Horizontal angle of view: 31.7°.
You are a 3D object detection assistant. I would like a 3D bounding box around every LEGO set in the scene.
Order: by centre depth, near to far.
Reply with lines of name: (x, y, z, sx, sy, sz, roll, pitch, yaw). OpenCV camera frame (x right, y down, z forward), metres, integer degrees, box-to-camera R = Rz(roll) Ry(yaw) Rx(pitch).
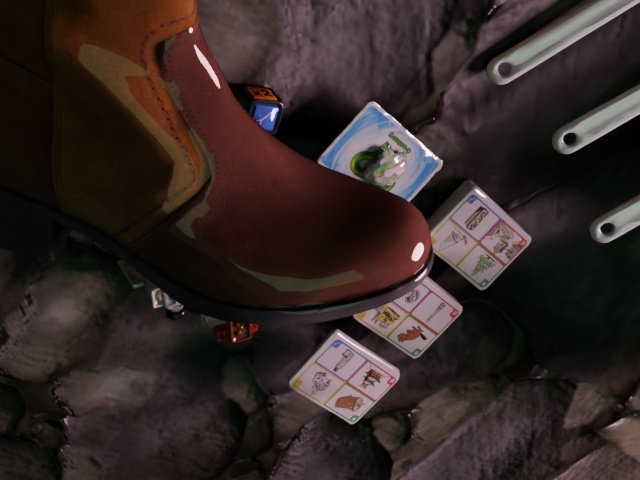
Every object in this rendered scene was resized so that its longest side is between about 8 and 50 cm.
LEGO set: (0.000, 0.000, 0.711, 0.182, 0.060, 0.244, -48, 131, 8)

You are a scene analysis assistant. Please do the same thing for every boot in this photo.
boot: (-0.053, -0.104, 0.516, 0.264, 0.096, 0.280, 17, 130, 7)

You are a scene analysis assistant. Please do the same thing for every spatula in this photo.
spatula: (0.234, -0.105, 0.646, 0.242, 0.019, 0.168, -31, 106, 13)
